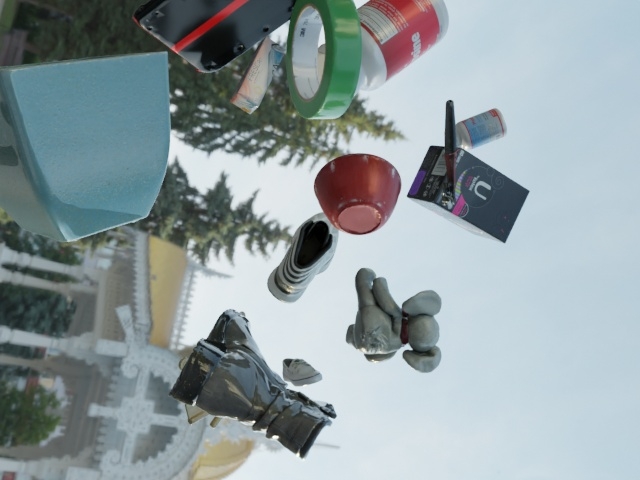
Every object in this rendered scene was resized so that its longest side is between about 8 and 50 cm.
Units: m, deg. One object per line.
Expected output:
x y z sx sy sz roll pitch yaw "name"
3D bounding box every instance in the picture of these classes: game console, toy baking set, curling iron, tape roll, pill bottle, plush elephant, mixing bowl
-0.257 -0.627 1.727 0.387 0.342 0.060 -31 -114 15 "game console"
-0.220 0.292 1.444 0.030 0.196 0.256 9 -134 41 "toy baking set"
0.305 -0.198 1.500 0.068 0.035 0.273 -70 160 -54 "curling iron"
0.001 -0.468 1.615 0.321 0.077 0.320 175 -90 -68 "tape roll"
0.436 -0.307 1.816 0.160 0.087 0.087 -21 -140 2 "pill bottle"
0.235 0.251 1.908 0.330 0.256 0.271 -116 -148 -73 "plush elephant"
0.075 -0.075 1.287 0.181 0.182 0.098 -48 -151 41 "mixing bowl"
0.172 -0.599 1.935 0.408 0.229 0.229 -40 -160 -17 "pill bottle"

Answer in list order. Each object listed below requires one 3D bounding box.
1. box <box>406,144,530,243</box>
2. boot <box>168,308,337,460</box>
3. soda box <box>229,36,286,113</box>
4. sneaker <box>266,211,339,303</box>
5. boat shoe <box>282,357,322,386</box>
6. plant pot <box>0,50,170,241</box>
0.399 -0.125 1.736 0.165 0.271 0.143 -65 -155 0 "box"
-0.090 0.222 0.982 0.118 0.223 0.338 -62 -178 8 "boot"
-0.153 -0.406 1.581 0.058 0.063 0.183 -18 -134 62 "soda box"
0.001 0.001 2.158 0.257 0.169 0.447 -51 -175 42 "sneaker"
-0.072 0.413 2.041 0.226 0.083 0.075 -15 -89 59 "boat shoe"
-0.376 -0.140 0.966 0.247 0.248 0.252 11 -65 41 "plant pot"
